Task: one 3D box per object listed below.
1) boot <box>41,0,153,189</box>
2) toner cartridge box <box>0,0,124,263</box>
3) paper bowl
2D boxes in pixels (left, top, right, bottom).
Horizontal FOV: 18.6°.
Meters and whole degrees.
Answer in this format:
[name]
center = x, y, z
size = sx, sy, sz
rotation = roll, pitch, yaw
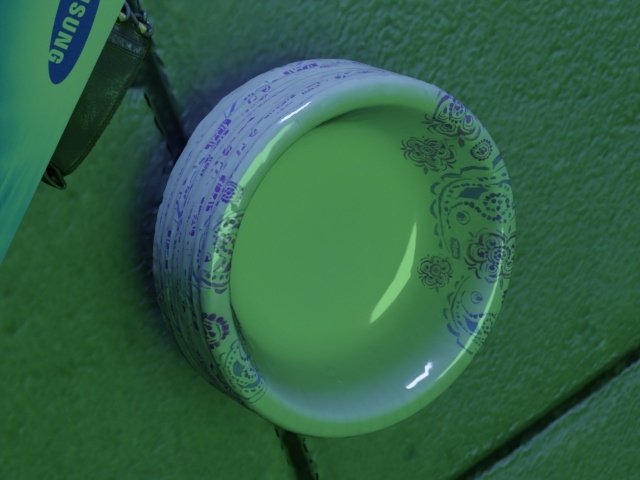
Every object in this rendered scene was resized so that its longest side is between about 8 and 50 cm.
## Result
[boot]
center = -0.209, -0.186, 1.378
size = 0.229, 0.091, 0.263
rotation = 22, 95, -42
[toner cartridge box]
center = -0.258, -0.084, 1.278
size = 0.165, 0.075, 0.348
rotation = 20, 97, -44
[paper bowl]
center = 0.000, 0.000, 1.524
size = 0.284, 0.148, 0.284
rotation = -11, 110, -32
